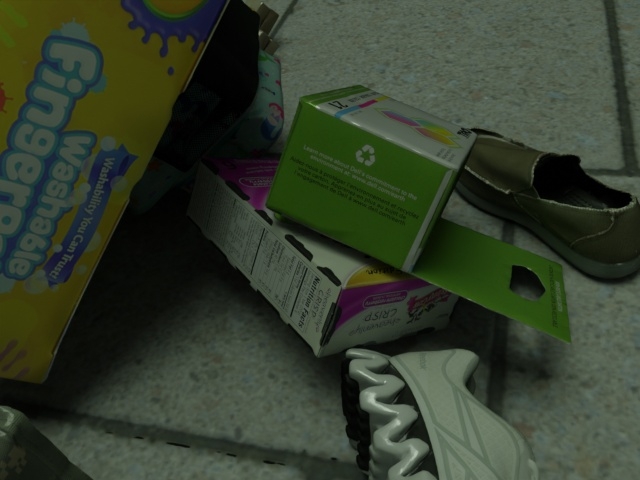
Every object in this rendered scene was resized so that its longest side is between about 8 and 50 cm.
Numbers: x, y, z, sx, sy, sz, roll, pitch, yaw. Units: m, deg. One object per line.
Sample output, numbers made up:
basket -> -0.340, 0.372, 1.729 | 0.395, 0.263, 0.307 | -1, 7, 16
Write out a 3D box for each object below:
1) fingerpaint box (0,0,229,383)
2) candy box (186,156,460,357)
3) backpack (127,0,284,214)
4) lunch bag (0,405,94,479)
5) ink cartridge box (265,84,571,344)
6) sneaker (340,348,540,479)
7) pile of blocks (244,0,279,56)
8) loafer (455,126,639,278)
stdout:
fingerpaint box -> -0.264, -0.168, 0.580 | 0.445, 0.163, 0.371 | -60, 38, 11
candy box -> 0.000, 0.000, 0.599 | 0.159, 0.071, 0.233 | -5, 34, -40
backpack -> -0.167, -0.153, 0.736 | 0.253, 0.191, 0.225 | -36, 36, 24
lunch bag -> -0.322, 0.213, 0.414 | 0.287, 0.169, 0.235 | 5, 48, 27
ink cartridge box -> 0.109, -0.039, 0.554 | 0.255, 0.097, 0.189 | 24, 22, 10
sneaker -> 0.099, 0.181, 0.416 | 0.118, 0.110, 0.292 | -7, 42, -10
pile of blocks -> -0.203, -0.281, 0.927 | 0.362, 0.149, 0.112 | -31, 47, -22
loafer -> 0.227, -0.064, 0.658 | 0.094, 0.087, 0.251 | -31, 47, -21
